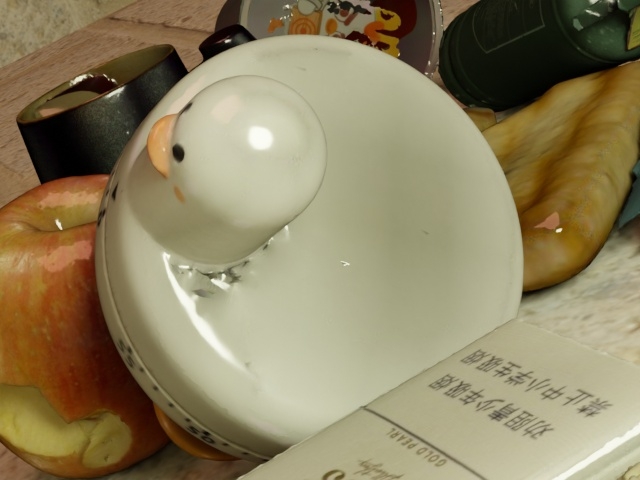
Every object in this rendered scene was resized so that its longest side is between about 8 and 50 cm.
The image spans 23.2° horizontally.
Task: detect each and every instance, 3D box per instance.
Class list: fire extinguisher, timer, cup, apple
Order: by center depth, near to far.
[{"bbox_3d":[0.000,0.000,0.819,0.233,0.233,0.240,-34,-1,-28],"label":"timer"},{"bbox_3d":[-0.148,0.059,0.983,0.199,0.199,0.199,-22,18,8],"label":"apple"},{"bbox_3d":[0.184,-0.165,1.188,0.114,0.095,0.311,-29,4,-20],"label":"fire extinguisher"},{"bbox_3d":[-0.121,-0.069,1.293,0.239,0.177,0.166,-35,20,-29],"label":"cup"},{"bbox_3d":[-0.014,-0.205,1.563,0.203,0.203,0.288,-28,13,-11],"label":"cup"}]

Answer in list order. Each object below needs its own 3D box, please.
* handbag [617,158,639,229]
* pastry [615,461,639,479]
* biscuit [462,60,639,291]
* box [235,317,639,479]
[{"bbox_3d":[0.253,-0.100,0.972,0.144,0.057,0.221,-48,14,42],"label":"handbag"},{"bbox_3d":[0.135,0.115,0.487,0.258,0.089,0.122,-39,27,51],"label":"pastry"},{"bbox_3d":[0.112,-0.032,1.072,0.236,0.062,0.291,-15,19,28],"label":"biscuit"},{"bbox_3d":[0.031,0.135,0.690,0.259,0.071,0.168,-30,18,-15],"label":"box"}]
